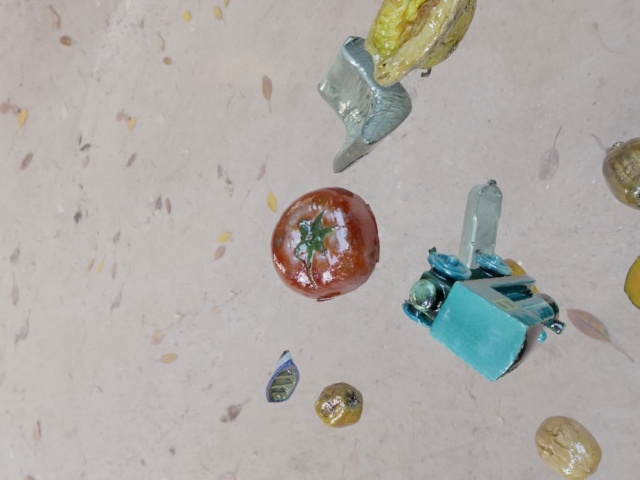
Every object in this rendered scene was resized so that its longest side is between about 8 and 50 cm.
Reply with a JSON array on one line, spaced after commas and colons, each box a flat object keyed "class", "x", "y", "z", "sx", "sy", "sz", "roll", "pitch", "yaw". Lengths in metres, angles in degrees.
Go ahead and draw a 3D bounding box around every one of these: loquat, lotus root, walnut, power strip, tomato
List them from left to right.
[{"class": "tomato", "x": -0.003, "y": -0.001, "z": 0.758, "sx": 0.224, "sy": 0.085, "sz": 0.225, "roll": -9, "pitch": 72, "yaw": 29}, {"class": "loquat", "x": 0.054, "y": 0.448, "z": 1.126, "sx": 0.137, "sy": 0.113, "sz": 0.137, "roll": 7, "pitch": 125, "yaw": 11}, {"class": "power strip", "x": 0.368, "y": 0.001, "z": 0.962, "sx": 0.048, "sy": 0.080, "sz": 0.286, "roll": -152, "pitch": 66, "yaw": -68}, {"class": "walnut", "x": 0.884, "y": 0.742, "z": 1.478, "sx": 0.195, "sy": 0.222, "sz": 0.196, "roll": -1, "pitch": 101, "yaw": -6}, {"class": "lotus root", "x": 0.796, "y": -0.179, "z": 1.038, "sx": 0.145, "sy": 0.260, "sz": 0.128, "roll": -27, "pitch": 119, "yaw": 34}]

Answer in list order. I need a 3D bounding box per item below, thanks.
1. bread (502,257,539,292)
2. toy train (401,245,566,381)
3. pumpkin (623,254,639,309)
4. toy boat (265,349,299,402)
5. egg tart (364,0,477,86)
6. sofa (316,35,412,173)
[{"class": "bread", "x": 0.514, "y": 0.126, "z": 1.166, "sx": 0.143, "sy": 0.229, "sz": 0.140, "roll": -22, "pitch": 86, "yaw": 6}, {"class": "toy train", "x": 0.268, "y": 0.104, "z": 0.649, "sx": 0.194, "sy": 0.298, "sz": 0.120, "roll": 37, "pitch": 114, "yaw": 39}, {"class": "pumpkin", "x": 0.783, "y": 0.122, "z": 0.904, "sx": 0.130, "sy": 0.149, "sz": 0.254, "roll": 28, "pitch": 58, "yaw": -6}, {"class": "toy boat", "x": -0.092, "y": 0.334, "z": 1.007, "sx": 0.229, "sy": 0.080, "sz": 0.046, "roll": 104, "pitch": 159, "yaw": -45}, {"class": "egg tart", "x": 0.161, "y": -0.345, "z": 0.637, "sx": 0.241, "sy": 0.105, "sz": 0.241, "roll": -44, "pitch": 37, "yaw": 46}, {"class": "sofa", "x": 0.068, "y": -0.310, "z": 0.965, "sx": 0.176, "sy": 0.210, "sz": 0.225, "roll": -39, "pitch": 96, "yaw": -20}]
